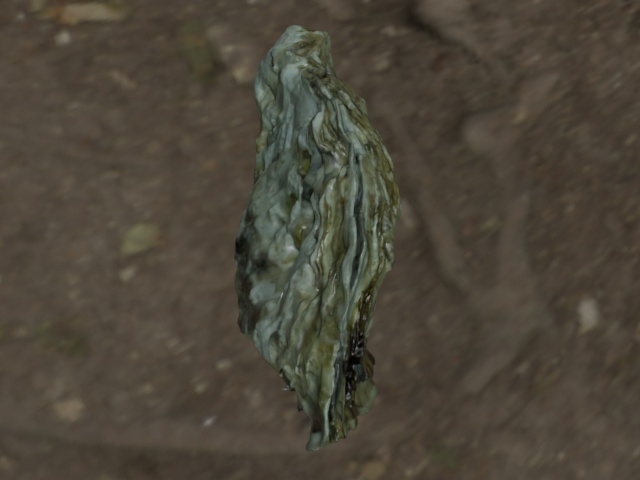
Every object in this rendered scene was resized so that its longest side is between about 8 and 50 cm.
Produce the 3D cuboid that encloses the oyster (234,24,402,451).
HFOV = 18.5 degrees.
[{"bbox_3d":[0.000,0.000,0.791,0.064,0.177,0.125,6,125,-9],"label":"oyster"}]
